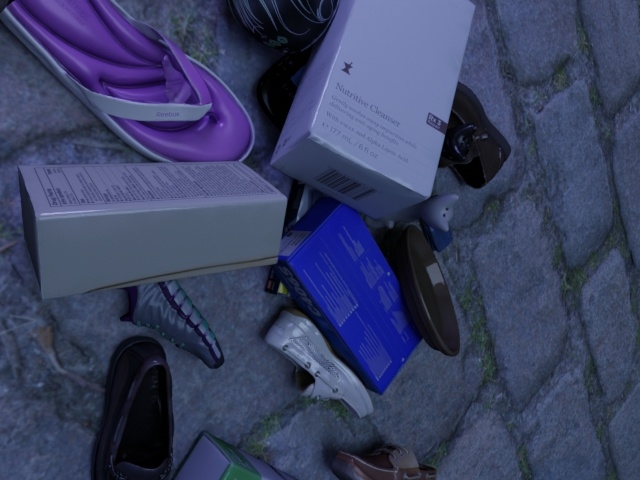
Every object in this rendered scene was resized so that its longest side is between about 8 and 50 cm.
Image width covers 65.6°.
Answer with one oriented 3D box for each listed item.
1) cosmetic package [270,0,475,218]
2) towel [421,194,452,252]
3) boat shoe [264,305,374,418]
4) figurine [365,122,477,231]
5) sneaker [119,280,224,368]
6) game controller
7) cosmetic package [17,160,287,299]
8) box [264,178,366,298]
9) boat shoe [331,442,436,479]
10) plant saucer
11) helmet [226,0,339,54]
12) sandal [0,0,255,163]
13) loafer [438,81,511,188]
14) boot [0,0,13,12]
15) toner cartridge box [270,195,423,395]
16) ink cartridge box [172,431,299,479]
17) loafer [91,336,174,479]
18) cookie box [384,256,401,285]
[{"bbox_3d":[0.092,-0.256,0.801,0.217,0.156,0.385,24,71,-22],"label":"cosmetic package"},{"bbox_3d":[0.259,-0.038,1.119,0.067,0.029,0.119,-35,113,-28],"label":"towel"},{"bbox_3d":[-0.007,0.248,0.917,0.096,0.098,0.277,-46,110,-23],"label":"boat shoe"},{"bbox_3d":[0.190,-0.117,0.947,0.092,0.209,0.214,16,86,-36],"label":"figurine"},{"bbox_3d":[-0.237,0.118,0.749,0.098,0.083,0.223,-35,103,-18],"label":"sneaker"},{"bbox_3d":[0.025,-0.299,0.896,0.319,0.067,0.166,-50,120,-22],"label":"game controller"},{"bbox_3d":[-0.219,-0.030,0.671,0.309,0.160,0.113,-8,121,-34],"label":"cosmetic package"},{"bbox_3d":[0.000,0.000,0.921,0.159,0.044,0.233,18,84,-38],"label":"box"},{"bbox_3d":[0.142,0.484,1.044,0.324,0.123,0.116,41,64,-39],"label":"boat shoe"},{"bbox_3d":[0.218,0.102,1.014,0.278,0.041,0.278,49,30,-42],"label":"plant saucer"},{"bbox_3d":[-0.068,-0.390,0.761,0.161,0.169,0.169,30,77,-44],"label":"helmet"},{"bbox_3d":[-0.249,-0.227,0.677,0.416,0.102,0.169,34,77,-36],"label":"sandal"},{"bbox_3d":[0.285,-0.219,1.054,0.366,0.134,0.130,27,79,-35],"label":"loafer"},{"bbox_3d":[-0.349,-0.350,0.450,0.377,0.138,0.284,29,43,7],"label":"boot"},{"bbox_3d":[0.059,0.104,0.902,0.165,0.075,0.348,-46,120,-24],"label":"toner cartridge box"},{"bbox_3d":[-0.127,0.489,0.832,0.289,0.121,0.211,42,71,-32],"label":"ink cartridge box"},{"bbox_3d":[-0.266,0.298,0.725,0.109,0.095,0.302,2,94,-36],"label":"loafer"},{"bbox_3d":[0.142,0.096,1.040,0.107,0.040,0.092,34,76,-33],"label":"cookie box"}]
